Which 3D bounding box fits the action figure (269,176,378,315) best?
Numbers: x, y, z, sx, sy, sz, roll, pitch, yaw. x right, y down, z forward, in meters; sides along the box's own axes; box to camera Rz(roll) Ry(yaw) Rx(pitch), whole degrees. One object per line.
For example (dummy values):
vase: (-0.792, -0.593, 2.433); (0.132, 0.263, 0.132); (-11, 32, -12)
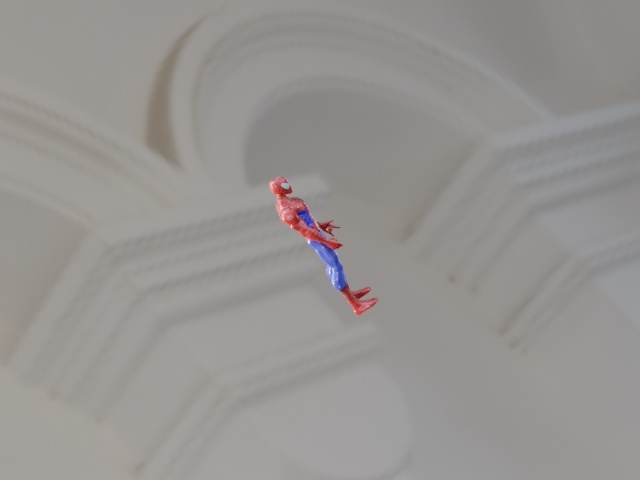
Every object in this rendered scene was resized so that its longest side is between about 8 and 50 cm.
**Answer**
action figure: (0.000, 0.000, 1.281); (0.030, 0.115, 0.038); (-37, 22, 8)
